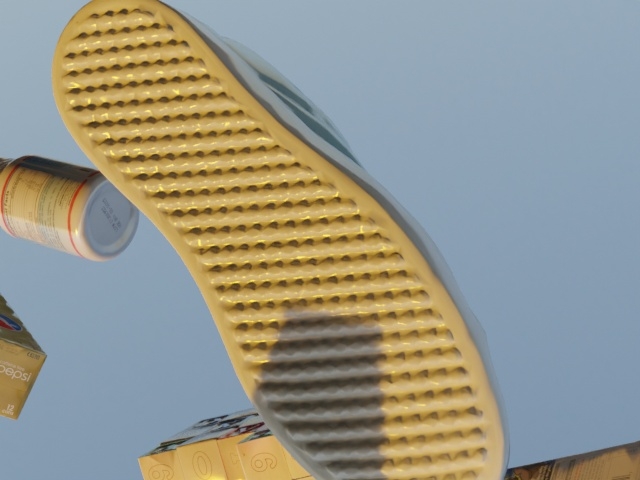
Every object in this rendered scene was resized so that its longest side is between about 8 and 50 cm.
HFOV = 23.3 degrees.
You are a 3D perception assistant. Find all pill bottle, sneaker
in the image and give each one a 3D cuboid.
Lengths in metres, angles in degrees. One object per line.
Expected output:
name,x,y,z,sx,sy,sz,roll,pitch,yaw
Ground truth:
pill bottle,-0.260,-0.036,1.510,0.160,0.087,0.087,14,-130,35
sneaker,0.000,0.000,0.899,0.135,0.150,0.366,-42,-108,19

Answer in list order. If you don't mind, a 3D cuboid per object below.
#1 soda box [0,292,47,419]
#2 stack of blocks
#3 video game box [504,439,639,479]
soda box,-0.276,0.077,1.232,0.058,0.061,0.181,-64,-151,5
stack of blocks,-0.009,0.194,1.390,0.297,0.087,0.171,-15,-177,24
video game box,0.140,0.242,1.054,0.187,0.048,0.205,-17,-143,39
